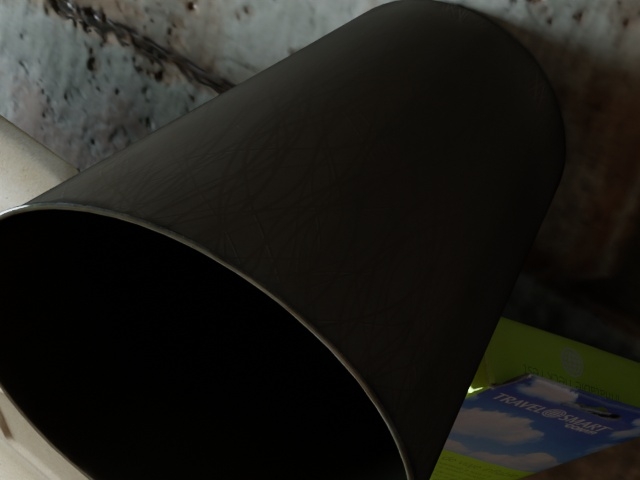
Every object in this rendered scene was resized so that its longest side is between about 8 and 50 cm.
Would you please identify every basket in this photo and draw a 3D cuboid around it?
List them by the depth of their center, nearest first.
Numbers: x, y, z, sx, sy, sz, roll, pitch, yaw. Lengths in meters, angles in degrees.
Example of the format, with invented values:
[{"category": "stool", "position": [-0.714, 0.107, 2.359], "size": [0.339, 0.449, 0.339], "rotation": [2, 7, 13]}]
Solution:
[{"category": "basket", "position": [0.000, 0.000, 0.627], "size": [0.204, 0.227, 0.154], "rotation": [23, 132, 20]}]

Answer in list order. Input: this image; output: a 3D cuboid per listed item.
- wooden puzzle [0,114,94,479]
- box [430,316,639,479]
[{"category": "wooden puzzle", "position": [-0.195, 0.022, 0.839], "size": [0.322, 0.080, 0.348], "rotation": [33, 146, 29]}, {"category": "box", "position": [0.074, 0.087, 0.730], "size": [0.109, 0.042, 0.178], "rotation": [18, 148, -34]}]
